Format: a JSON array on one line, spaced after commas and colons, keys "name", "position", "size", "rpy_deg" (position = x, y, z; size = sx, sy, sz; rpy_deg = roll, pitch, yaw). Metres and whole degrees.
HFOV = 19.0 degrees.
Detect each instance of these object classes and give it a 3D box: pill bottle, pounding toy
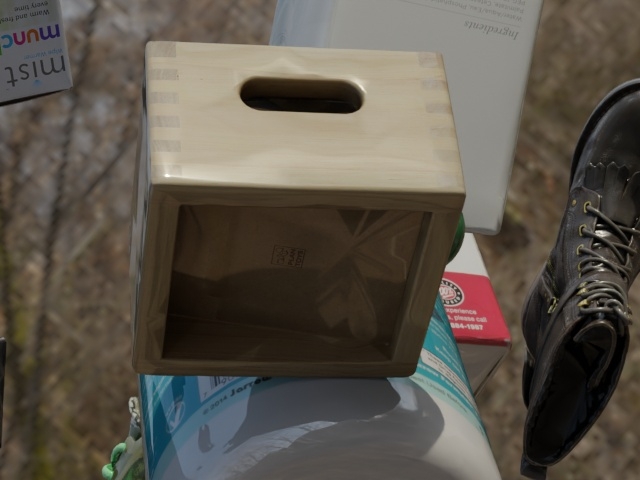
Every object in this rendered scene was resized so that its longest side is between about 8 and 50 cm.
[{"name": "pill bottle", "position": [-0.009, 0.061, 0.861], "size": [0.146, 0.146, 0.264], "rpy_deg": [-48, 26, 21]}, {"name": "pounding toy", "position": [-0.001, -0.014, 0.734], "size": [0.130, 0.141, 0.100], "rpy_deg": [102, 166, -49]}]

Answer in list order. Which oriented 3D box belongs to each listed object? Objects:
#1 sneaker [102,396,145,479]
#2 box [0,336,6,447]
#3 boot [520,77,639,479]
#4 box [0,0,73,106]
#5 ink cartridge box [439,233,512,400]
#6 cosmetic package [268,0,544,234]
[{"name": "sneaker", "position": [-0.140, 0.232, 1.712], "size": [0.410, 0.158, 0.182], "rpy_deg": [-42, 49, 18]}, {"name": "box", "position": [-0.313, 0.071, 0.875], "size": [0.216, 0.270, 0.060], "rpy_deg": [-3, -85, -71]}, {"name": "boot", "position": [0.207, 0.025, 1.381], "size": [0.229, 0.091, 0.263], "rpy_deg": [-66, -5, -72]}, {"name": "box", "position": [-0.315, -0.250, 1.605], "size": [0.127, 0.231, 0.262], "rpy_deg": [-15, 22, -18]}, {"name": "ink cartridge box", "position": [0.000, 0.000, 1.590], "size": [0.306, 0.226, 0.131], "rpy_deg": [-107, 32, -41]}, {"name": "cosmetic package", "position": [0.046, -0.126, 1.247], "size": [0.224, 0.138, 0.224], "rpy_deg": [-173, 93, -79]}]
